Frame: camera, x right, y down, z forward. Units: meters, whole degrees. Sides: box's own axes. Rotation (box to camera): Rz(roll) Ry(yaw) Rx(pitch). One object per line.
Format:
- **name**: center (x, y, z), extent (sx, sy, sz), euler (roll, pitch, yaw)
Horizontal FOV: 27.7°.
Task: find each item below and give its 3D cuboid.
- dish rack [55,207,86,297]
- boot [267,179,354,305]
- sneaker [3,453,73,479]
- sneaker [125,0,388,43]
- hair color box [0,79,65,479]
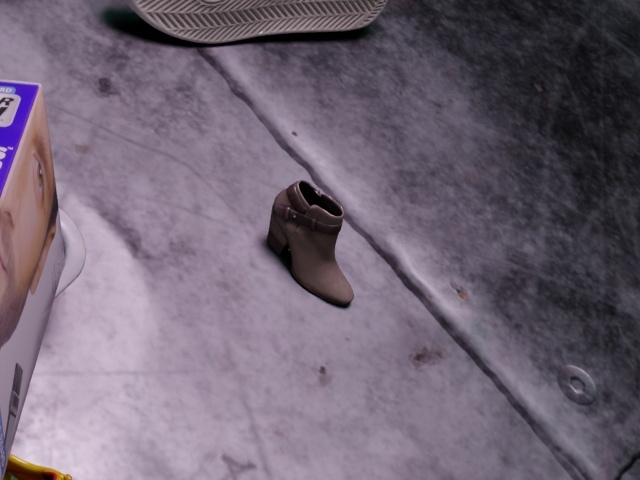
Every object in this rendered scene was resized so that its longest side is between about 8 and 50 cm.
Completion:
- **dish rack**: center (-0.384, -0.007, 1.024), extent (0.333, 0.072, 0.285), euler (39, 43, 4)
- **boot**: center (0.000, 0.000, 1.237), extent (0.118, 0.087, 0.042), euler (38, 43, 3)
- **sneaker**: center (-0.188, 0.209, 0.962), extent (0.175, 0.067, 0.064), euler (26, 43, -11)
- **sneaker**: center (-0.086, -0.310, 1.433), extent (0.350, 0.131, 0.148), euler (-3, 49, -40)
- **hair color box**: center (-0.253, 0.067, 0.831), extent (0.110, 0.185, 0.339), euler (3, 45, -1)
